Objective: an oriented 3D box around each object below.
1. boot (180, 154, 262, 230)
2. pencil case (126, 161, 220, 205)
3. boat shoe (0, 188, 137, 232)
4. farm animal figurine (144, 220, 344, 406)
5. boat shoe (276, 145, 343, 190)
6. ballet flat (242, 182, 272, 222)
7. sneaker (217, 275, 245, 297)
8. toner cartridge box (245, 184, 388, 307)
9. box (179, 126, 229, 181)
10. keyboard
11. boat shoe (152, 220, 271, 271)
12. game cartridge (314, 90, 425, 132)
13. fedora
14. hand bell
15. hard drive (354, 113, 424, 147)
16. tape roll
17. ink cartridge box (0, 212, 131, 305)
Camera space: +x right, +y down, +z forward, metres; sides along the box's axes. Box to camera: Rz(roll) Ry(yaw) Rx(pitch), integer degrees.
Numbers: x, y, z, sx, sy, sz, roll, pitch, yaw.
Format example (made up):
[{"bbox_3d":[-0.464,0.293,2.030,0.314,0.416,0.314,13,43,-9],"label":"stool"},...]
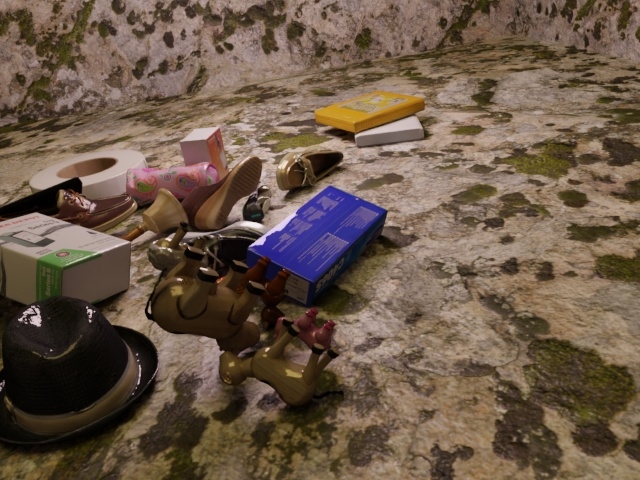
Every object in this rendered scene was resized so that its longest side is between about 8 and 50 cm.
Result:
[{"bbox_3d":[-0.289,-0.142,1.684,0.207,0.090,0.248,15,66,46],"label":"boot"},{"bbox_3d":[-0.450,-0.169,1.855,0.284,0.124,0.124,-4,26,11],"label":"pencil case"},{"bbox_3d":[-0.659,-0.075,1.604,0.342,0.123,0.123,-19,28,-21],"label":"boat shoe"},{"bbox_3d":[-0.148,0.143,1.044,0.327,0.172,0.330,27,13,-26],"label":"farm animal figurine"},{"bbox_3d":[-0.033,-0.227,1.848,0.089,0.104,0.285,5,28,31],"label":"boat shoe"},{"bbox_3d":[-0.171,-0.115,1.705,0.074,0.074,0.203,-6,32,5],"label":"ballet flat"},{"bbox_3d":[-0.221,0.106,1.282,0.175,0.064,0.067,-12,14,-16],"label":"sneaker"},{"bbox_3d":[0.000,0.000,1.358,0.165,0.075,0.348,27,39,19],"label":"toner cartridge box"},{"bbox_3d":[-0.363,-0.257,1.937,0.091,0.170,0.130,-2,28,13],"label":"box"},{"bbox_3d":[-0.791,-0.071,1.637,0.317,0.033,0.201,-30,-12,-33],"label":"keyboard"},{"bbox_3d":[-0.247,0.027,1.397,0.302,0.108,0.102,-2,26,19],"label":"boat shoe"},{"bbox_3d":[0.173,-0.483,2.262,0.324,0.052,0.285,-22,28,-27],"label":"game cartridge"},{"bbox_3d":[-0.449,0.194,1.066,0.334,0.152,0.334,-7,26,3],"label":"fedora"},{"bbox_3d":[-0.482,-0.023,1.603,0.242,0.126,0.126,-38,37,-26],"label":"hand bell"},{"bbox_3d":[0.237,-0.426,2.238,0.233,0.047,0.353,-7,25,4],"label":"hard drive"},{"bbox_3d":[-0.793,-0.220,2.110,0.392,0.072,0.392,-8,26,4],"label":"tape roll"},{"bbox_3d":[-0.603,0.045,1.349,0.289,0.121,0.211,15,20,19],"label":"ink cartridge box"}]
